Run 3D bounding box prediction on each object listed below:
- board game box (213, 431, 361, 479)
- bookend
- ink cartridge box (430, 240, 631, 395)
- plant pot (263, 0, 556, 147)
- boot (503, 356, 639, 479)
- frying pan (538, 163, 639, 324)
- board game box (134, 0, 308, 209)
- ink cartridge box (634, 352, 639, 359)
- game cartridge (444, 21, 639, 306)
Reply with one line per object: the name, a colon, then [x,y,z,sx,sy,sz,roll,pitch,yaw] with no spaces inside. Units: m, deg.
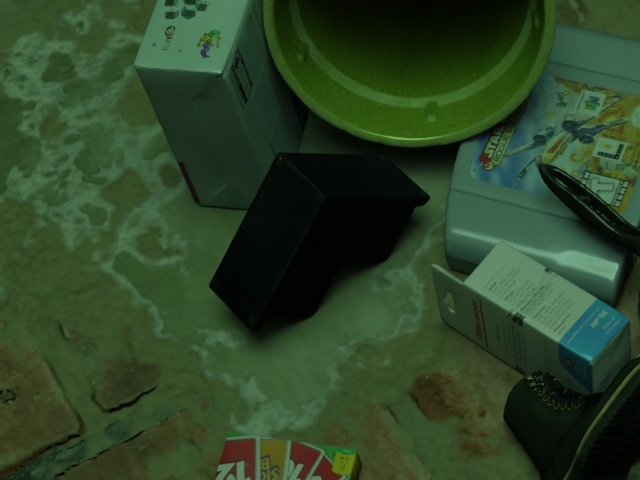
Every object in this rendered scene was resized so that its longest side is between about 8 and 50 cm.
board game box: [-0.054,0.293,1.631,0.124,0.039,0.259,6,60,15]
bookend: [0.000,0.000,1.785,0.157,0.156,0.072,-2,38,-48]
ink cartridge box: [0.190,0.071,1.692,0.180,0.104,0.060,33,68,28]
plant pot: [0.096,-0.273,1.853,0.276,0.276,0.254,-2,33,9]
boot: [0.216,0.137,1.594,0.077,0.198,0.137,-1,44,-31]
frying pan: [0.348,0.032,1.680,0.197,0.053,0.326,-2,49,-29]
board game box: [-0.072,-0.216,1.867,0.097,0.224,0.303,5,57,17]
ink cartridge box: [0.321,0.151,1.645,0.122,0.052,0.088,36,68,28]
game cartridge: [0.239,-0.084,1.822,0.198,0.062,0.297,17,61,16]
